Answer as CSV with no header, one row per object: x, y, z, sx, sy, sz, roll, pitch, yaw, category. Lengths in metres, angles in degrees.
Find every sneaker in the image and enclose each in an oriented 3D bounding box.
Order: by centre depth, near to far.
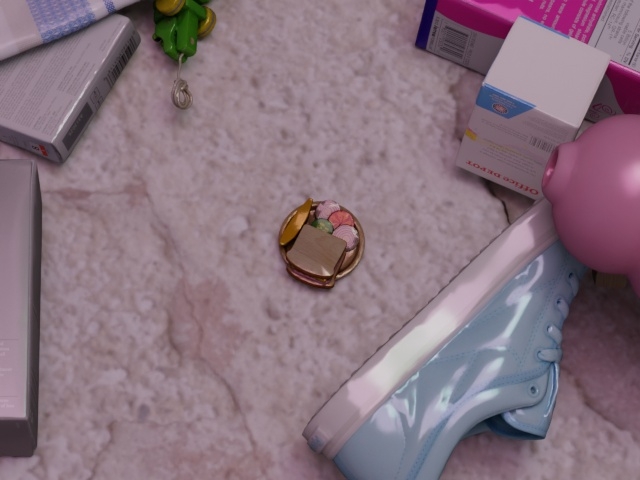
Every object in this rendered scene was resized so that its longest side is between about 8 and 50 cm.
0.160,0.091,1.645,0.366,0.135,0.150,-43,85,-9,sneaker

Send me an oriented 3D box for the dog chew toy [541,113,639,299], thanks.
0.339,-0.005,1.560,0.332,0.206,0.206,19,68,-5,dog chew toy

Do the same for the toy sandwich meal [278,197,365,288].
0.000,0.000,1.713,0.086,0.029,0.085,1,68,-3,toy sandwich meal

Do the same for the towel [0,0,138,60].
-0.235,-0.283,1.773,0.285,0.034,0.209,-24,60,-5,towel

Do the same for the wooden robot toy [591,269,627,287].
0.327,0.009,1.692,0.173,0.079,0.076,10,28,14,wooden robot toy

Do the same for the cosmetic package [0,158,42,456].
-0.300,0.054,1.636,0.127,0.107,0.238,1,65,-3,cosmetic package

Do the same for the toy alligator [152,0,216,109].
-0.133,-0.202,1.776,0.051,0.056,0.189,-10,62,36,toy alligator

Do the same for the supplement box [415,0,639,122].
0.213,-0.201,1.763,0.220,0.111,0.114,25,68,6,supplement box

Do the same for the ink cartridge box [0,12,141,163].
-0.275,-0.161,1.765,0.179,0.045,0.145,20,68,24,ink cartridge box

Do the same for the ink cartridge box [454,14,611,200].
0.184,-0.110,1.713,0.092,0.143,0.090,25,59,5,ink cartridge box
